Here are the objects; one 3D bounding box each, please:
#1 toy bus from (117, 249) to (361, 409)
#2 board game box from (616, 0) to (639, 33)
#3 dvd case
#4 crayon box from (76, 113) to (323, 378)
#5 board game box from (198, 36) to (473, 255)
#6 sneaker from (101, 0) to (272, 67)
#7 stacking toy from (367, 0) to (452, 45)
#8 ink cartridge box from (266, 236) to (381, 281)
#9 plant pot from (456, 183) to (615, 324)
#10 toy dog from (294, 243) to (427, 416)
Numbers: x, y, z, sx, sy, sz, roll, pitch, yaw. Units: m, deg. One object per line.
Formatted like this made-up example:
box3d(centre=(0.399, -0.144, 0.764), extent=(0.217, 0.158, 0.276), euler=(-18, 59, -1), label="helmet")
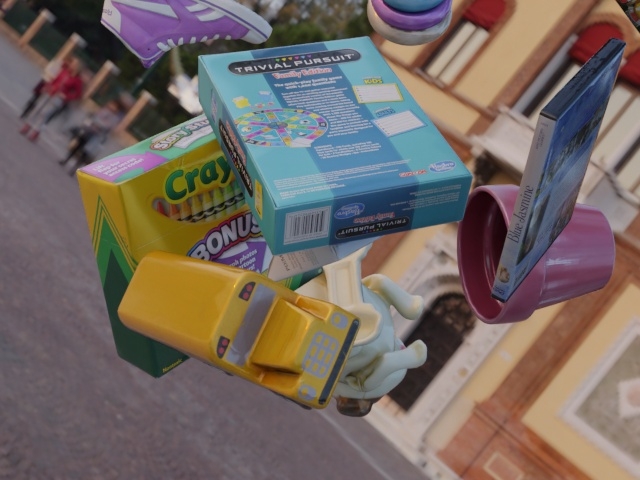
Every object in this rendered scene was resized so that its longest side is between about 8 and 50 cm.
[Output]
box3d(centre=(-0.098, 0.090, 1.108), extent=(0.130, 0.108, 0.332), euler=(31, -11, -30), label="toy bus")
box3d(centre=(0.572, -0.403, 1.657), extent=(0.260, 0.136, 0.030), euler=(49, 36, -10), label="board game box")
box3d(centre=(0.253, -0.072, 1.073), extent=(0.022, 0.180, 0.253), euler=(27, -43, 22), label="dvd case")
box3d(centre=(-0.160, -0.022, 1.496), extent=(0.106, 0.363, 0.313), euler=(21, -51, 37), label="crayon box")
box3d(centre=(0.007, -0.136, 1.302), extent=(0.336, 0.253, 0.079), euler=(-118, -155, -44), label="board game box")
box3d(centre=(-0.230, -0.352, 1.682), extent=(0.282, 0.161, 0.102), euler=(18, 8, -22), label="sneaker")
box3d(centre=(0.149, -0.451, 1.516), extent=(0.141, 0.141, 0.330), euler=(39, -24, 19), label="stacking toy")
box3d(centre=(0.000, 0.000, 1.381), extent=(0.232, 0.189, 0.066), euler=(-15, -81, 47), label="ink cartridge box")
box3d(centre=(0.319, 0.017, 1.463), extent=(0.180, 0.201, 0.201), euler=(-3, 12, -14), label="plant pot")
box3d(centre=(0.047, 0.228, 2.175), extent=(0.408, 0.395, 0.285), euler=(52, 17, -50), label="toy dog")
